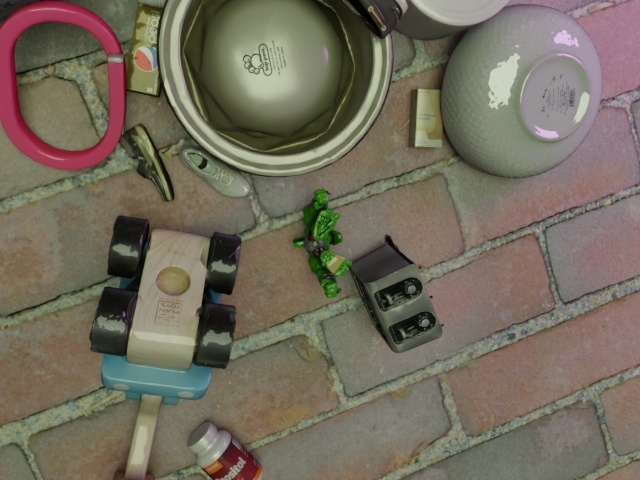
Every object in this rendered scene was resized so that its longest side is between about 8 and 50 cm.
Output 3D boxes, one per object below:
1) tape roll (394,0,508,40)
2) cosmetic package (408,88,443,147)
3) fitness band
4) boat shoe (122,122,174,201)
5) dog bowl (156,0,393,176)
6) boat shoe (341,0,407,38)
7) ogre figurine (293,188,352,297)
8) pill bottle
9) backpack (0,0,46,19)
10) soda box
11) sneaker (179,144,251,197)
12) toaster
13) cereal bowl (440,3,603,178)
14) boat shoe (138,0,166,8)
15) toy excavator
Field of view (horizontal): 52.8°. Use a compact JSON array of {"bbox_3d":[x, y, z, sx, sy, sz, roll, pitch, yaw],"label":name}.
[{"bbox_3d":[0.225,-0.508,1.193,0.246,0.169,0.246,-2,99,-11],"label":"tape roll"},{"bbox_3d":[0.212,-0.244,1.292,0.060,0.041,0.115,-1,98,-11],"label":"cosmetic package"},{"bbox_3d":[-0.438,-0.254,1.094,0.208,0.054,0.291,2,125,-14],"label":"fitness band"},{"bbox_3d":[-0.318,-0.138,1.195,0.049,0.056,0.152,-23,92,-3],"label":"boat shoe"},{"bbox_3d":[-0.084,-0.322,1.166,0.407,0.150,0.408,-2,99,-11],"label":"dog bowl"},{"bbox_3d":[0.040,-0.426,1.057,0.227,0.081,0.069,35,86,-17],"label":"boat shoe"},{"bbox_3d":[0.000,0.000,1.244,0.096,0.118,0.197,-28,104,-11],"label":"ogre figurine"},{"bbox_3d":[-0.191,0.436,1.282,0.086,0.086,0.152,-42,103,-3],"label":"pill bottle"},{"bbox_3d":[-0.487,-0.480,1.002,0.355,0.290,0.274,-5,109,-3],"label":"backpack"},{"bbox_3d":[-0.306,-0.355,1.161,0.061,0.058,0.182,10,95,-12],"label":"soda box"},{"bbox_3d":[-0.199,-0.126,1.215,0.152,0.061,0.054,31,89,-15],"label":"sneaker"},{"bbox_3d":[0.143,0.105,1.266,0.110,0.186,0.168,-25,110,-5],"label":"toaster"},{"bbox_3d":[0.411,-0.282,1.248,0.338,0.141,0.339,-5,106,-17],"label":"cereal bowl"},{"bbox_3d":[-0.298,-0.476,1.111,0.063,0.066,0.184,-4,71,-20],"label":"boat shoe"},{"bbox_3d":[-0.296,0.239,1.180,0.222,0.445,0.433,9,55,-12],"label":"toy excavator"}]
